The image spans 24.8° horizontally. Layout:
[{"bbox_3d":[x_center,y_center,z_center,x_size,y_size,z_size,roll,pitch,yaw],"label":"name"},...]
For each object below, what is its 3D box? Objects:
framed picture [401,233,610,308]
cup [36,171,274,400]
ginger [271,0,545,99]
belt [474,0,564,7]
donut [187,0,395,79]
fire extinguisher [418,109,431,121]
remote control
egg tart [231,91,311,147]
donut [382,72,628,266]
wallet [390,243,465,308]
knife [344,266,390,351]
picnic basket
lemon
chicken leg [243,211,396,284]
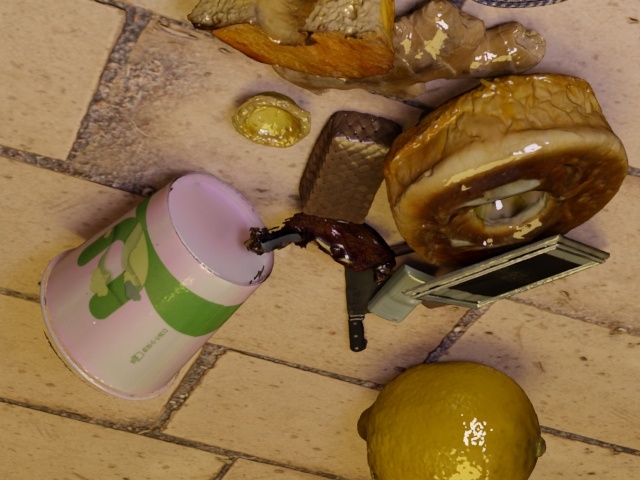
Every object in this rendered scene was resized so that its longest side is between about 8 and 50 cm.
[{"bbox_3d":[0.266,0.049,2.020,0.231,0.018,0.293,-21,166,21],"label":"framed picture"},{"bbox_3d":[-0.217,0.055,2.037,0.253,0.253,0.274,30,128,-32],"label":"cup"},{"bbox_3d":[0.102,-0.226,1.769,0.334,0.081,0.148,-10,157,18],"label":"ginger"},{"bbox_3d":[0.256,-0.339,1.567,0.231,0.126,0.139,-17,111,24],"label":"belt"},{"bbox_3d":[-0.009,-0.247,1.685,0.259,0.101,0.152,6,165,29],"label":"donut"},{"bbox_3d":[0.163,-0.144,1.917,0.083,0.022,0.028,32,172,-34],"label":"fire extinguisher"},{"bbox_3d":[0.122,0.082,2.169,0.061,0.029,0.162,23,148,-8],"label":"remote control"},{"bbox_3d":[-0.062,-0.161,1.890,0.105,0.039,0.105,2,143,1],"label":"egg tart"},{"bbox_3d":[0.224,-0.090,1.847,0.330,0.160,0.330,-18,156,-8],"label":"donut"},{"bbox_3d":[0.174,0.050,2.161,0.118,0.038,0.152,-15,138,26],"label":"wallet"},{"bbox_3d":[0.074,0.097,2.246,0.072,0.019,0.245,-1,141,2],"label":"knife"},{"bbox_3d":[0.038,-0.093,1.964,0.110,0.054,0.193,11,144,-11],"label":"picnic basket"},{"bbox_3d":[0.208,0.316,2.346,0.320,0.245,0.245,2,146,25],"label":"lemon"},{"bbox_3d":[0.000,0.000,2.043,0.253,0.106,0.051,9,139,-34],"label":"chicken leg"}]
